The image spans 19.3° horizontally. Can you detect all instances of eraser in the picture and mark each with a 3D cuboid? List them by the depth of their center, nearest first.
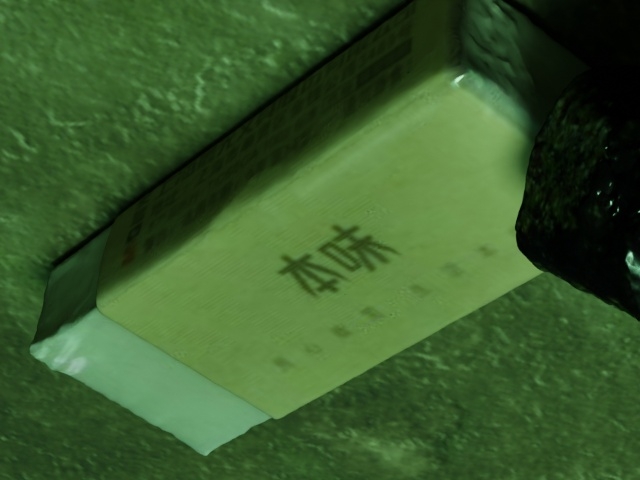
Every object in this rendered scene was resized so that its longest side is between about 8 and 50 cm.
[{"bbox_3d":[0.000,0.000,1.011,0.144,0.078,0.343,33,133,-28],"label":"eraser"}]

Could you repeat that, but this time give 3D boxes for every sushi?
[{"bbox_3d":[0.208,-0.016,0.873,0.225,0.127,0.124,2,112,-35],"label":"sushi"}]
